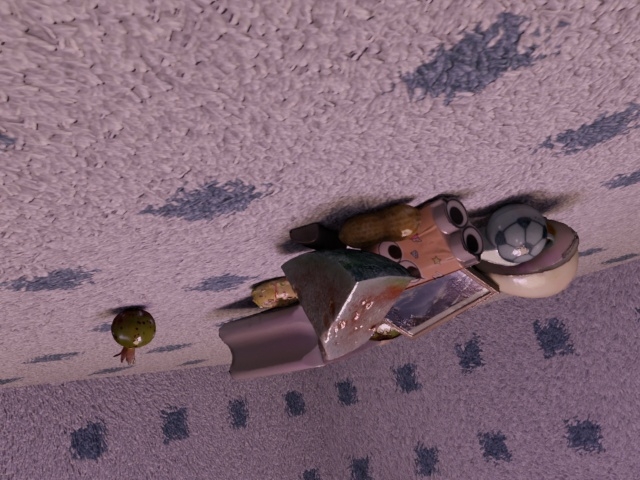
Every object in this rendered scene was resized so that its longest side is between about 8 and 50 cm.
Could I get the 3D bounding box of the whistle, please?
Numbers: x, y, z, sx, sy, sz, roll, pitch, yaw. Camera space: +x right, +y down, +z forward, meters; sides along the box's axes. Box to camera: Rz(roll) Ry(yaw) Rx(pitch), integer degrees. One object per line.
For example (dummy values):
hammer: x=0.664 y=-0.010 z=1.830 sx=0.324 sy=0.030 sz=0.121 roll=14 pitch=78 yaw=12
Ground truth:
whistle: x=0.454 y=-0.026 z=1.622 sx=0.289 sy=0.164 sz=0.163 roll=13 pitch=159 yaw=-14

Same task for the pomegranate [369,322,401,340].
pomegranate: x=0.180 y=0.151 z=1.964 sx=0.242 sy=0.242 sz=0.306 roll=-11 pitch=122 yaw=-6

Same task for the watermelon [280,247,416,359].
watermelon: x=0.048 y=0.147 z=1.506 sx=0.228 sy=0.259 sz=0.387 roll=9 pitch=173 yaw=-28

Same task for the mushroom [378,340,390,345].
mushroom: x=0.198 y=0.246 z=2.356 sx=0.243 sy=0.244 sz=0.243 roll=-11 pitch=165 yaw=-3

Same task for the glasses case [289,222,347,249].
glasses case: x=-0.001 y=0.000 z=1.532 sx=0.072 sy=0.042 sz=0.190 roll=-10 pitch=167 yaw=22

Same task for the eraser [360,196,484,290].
eraser: x=0.234 y=0.014 z=1.554 sx=0.290 sy=0.171 sz=0.087 roll=-28 pitch=-174 yaw=47

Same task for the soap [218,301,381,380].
soap: x=-0.070 y=0.306 z=2.166 sx=0.435 sy=0.213 sz=0.350 roll=-17 pitch=179 yaw=37

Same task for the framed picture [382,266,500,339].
framed picture: x=0.272 y=0.146 z=1.757 sx=0.247 sy=0.022 sz=0.335 roll=33 pitch=134 yaw=-21

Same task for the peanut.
peanut: x=0.130 y=-0.029 z=1.448 sx=0.192 sy=0.089 sz=0.089 roll=-11 pitch=166 yaw=13

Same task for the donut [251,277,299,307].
donut: x=-0.123 y=0.159 z=1.972 sx=0.174 sy=0.068 sz=0.174 roll=-11 pitch=166 yaw=-3

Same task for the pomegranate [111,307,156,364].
pomegranate: x=-0.546 y=0.272 z=1.904 sx=0.129 sy=0.129 sz=0.159 roll=-3 pitch=127 yaw=-32

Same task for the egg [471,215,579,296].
egg: x=0.552 y=0.070 z=1.767 sx=0.286 sy=0.174 sz=0.264 roll=-9 pitch=-150 yaw=18
